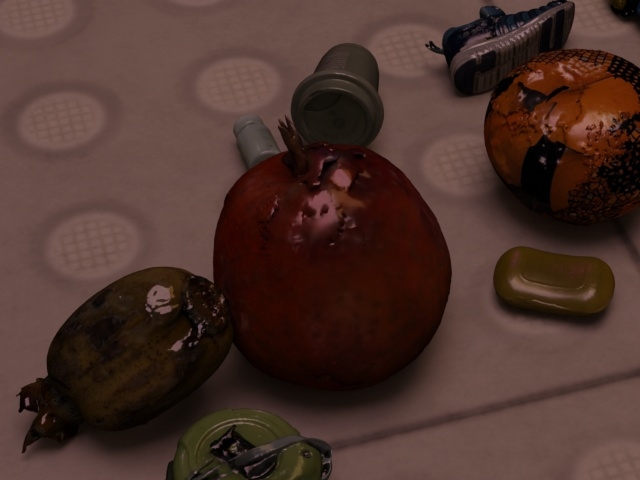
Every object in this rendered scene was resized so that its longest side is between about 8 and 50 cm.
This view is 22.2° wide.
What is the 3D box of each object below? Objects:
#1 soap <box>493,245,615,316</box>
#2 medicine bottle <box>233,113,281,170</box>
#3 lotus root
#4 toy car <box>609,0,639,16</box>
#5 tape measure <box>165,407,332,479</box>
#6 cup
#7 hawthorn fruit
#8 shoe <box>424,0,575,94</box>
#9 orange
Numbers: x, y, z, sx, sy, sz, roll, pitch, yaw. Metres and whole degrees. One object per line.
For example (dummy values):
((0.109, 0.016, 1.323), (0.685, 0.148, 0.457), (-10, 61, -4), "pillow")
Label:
((0.271, 0.048, 1.892), (0.140, 0.045, 0.089), (9, 44, 13), "soap")
((-0.080, -0.120, 2.070), (0.047, 0.047, 0.083), (-15, 47, -12), "medicine bottle")
((-0.215, 0.130, 1.749), (0.278, 0.154, 0.154), (-37, 43, 20), "lotus root")
((0.520, -0.352, 2.196), (0.198, 0.166, 0.314), (-14, 46, -16), "toy car")
((-0.082, 0.245, 1.688), (0.177, 0.087, 0.154), (-32, 52, -29), "tape measure")
((0.026, -0.190, 2.095), (0.120, 0.120, 0.141), (3, 36, 5), "cup")
((0.000, 0.000, 1.781), (0.276, 0.307, 0.276), (-12, 38, 10), "hawthorn fruit")
((0.247, -0.277, 2.178), (0.207, 0.091, 0.106), (-23, 54, -14), "shoe")
((0.314, -0.128, 1.970), (0.234, 0.182, 0.234), (-9, 39, 8), "orange")
